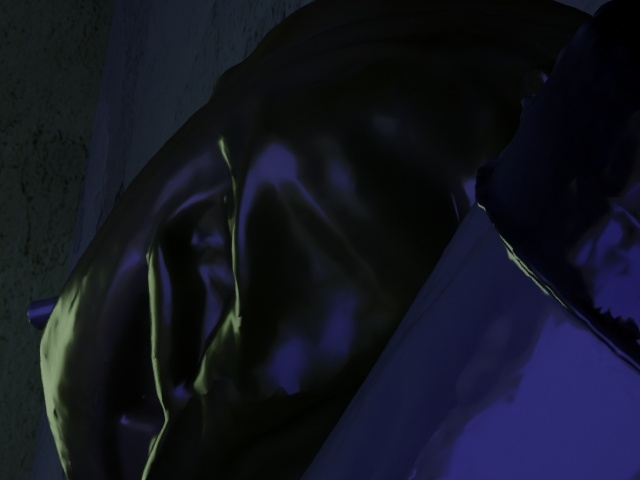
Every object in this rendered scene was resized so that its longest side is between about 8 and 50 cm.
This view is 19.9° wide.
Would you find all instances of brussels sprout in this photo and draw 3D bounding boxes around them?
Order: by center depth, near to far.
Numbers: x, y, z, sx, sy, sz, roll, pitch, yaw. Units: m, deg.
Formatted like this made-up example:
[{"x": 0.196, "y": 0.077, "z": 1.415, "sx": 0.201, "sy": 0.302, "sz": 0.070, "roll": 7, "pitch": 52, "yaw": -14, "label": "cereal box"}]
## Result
[{"x": 0.049, "y": 0.044, "z": 0.715, "sx": 0.328, "sy": 0.247, "sz": 0.328, "roll": 6, "pitch": 101, "yaw": 32, "label": "brussels sprout"}]

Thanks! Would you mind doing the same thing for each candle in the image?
[{"x": 0.091, "y": 0.107, "z": 0.492, "sx": 0.342, "sy": 0.221, "sz": 0.221, "roll": -59, "pitch": 23, "yaw": 13, "label": "candle"}]

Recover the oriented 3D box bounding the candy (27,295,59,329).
[{"x": 0.000, "y": 0.000, "z": 0.928, "sx": 0.365, "sy": 0.124, "sz": 0.124, "roll": -13, "pitch": 62, "yaw": 27, "label": "candy"}]
